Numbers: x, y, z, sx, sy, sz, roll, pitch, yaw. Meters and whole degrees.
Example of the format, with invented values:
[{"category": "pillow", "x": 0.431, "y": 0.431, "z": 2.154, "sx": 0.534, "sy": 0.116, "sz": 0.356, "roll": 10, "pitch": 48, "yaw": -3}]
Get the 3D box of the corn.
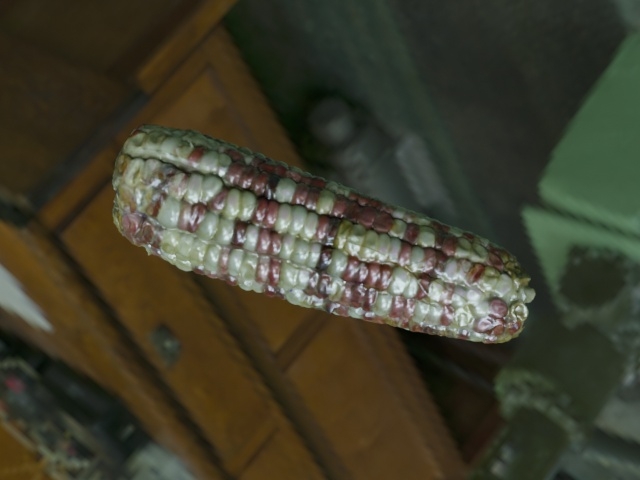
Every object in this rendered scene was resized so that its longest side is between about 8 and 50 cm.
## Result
[{"category": "corn", "x": 0.000, "y": 0.000, "z": 0.965, "sx": 0.237, "sy": 0.079, "sz": 0.079, "roll": 17, "pitch": 157, "yaw": 2}]
